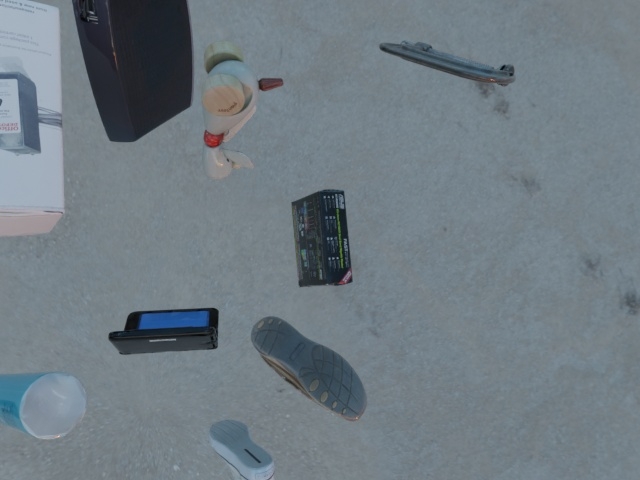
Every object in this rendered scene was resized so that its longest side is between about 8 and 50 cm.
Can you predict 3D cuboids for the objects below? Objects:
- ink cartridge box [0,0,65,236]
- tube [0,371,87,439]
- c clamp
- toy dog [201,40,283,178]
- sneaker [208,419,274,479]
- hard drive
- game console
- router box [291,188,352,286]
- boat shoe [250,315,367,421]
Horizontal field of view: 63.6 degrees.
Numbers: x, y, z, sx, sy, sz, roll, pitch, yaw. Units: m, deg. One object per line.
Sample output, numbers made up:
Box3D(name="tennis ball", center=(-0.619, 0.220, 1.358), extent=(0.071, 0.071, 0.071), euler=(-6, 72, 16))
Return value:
Box3D(name="ink cartridge box", center=(-0.330, -0.120, 0.548), extent=(0.092, 0.159, 0.217), euler=(1, 82, -32))
Box3D(name="tube", center=(-0.288, 0.149, 0.479), extent=(0.080, 0.207, 0.052), euler=(55, 45, -25))
Box3D(name="c clamp", center=(0.134, -0.186, 0.532), extent=(0.137, 0.022, 0.161), euler=(-9, 34, -42))
Box3D(name="toy dog", center=(-0.174, -0.268, 1.118), extent=(0.161, 0.333, 0.219), euler=(3, 76, -12))
Box3D(name="sneaker", center=(-0.183, 0.488, 1.155), extent=(0.094, 0.258, 0.091), euler=(-7, 101, -29))
Box3D(name="hard drive", center=(-0.250, -0.272, 0.732), extent=(0.054, 0.254, 0.172), euler=(27, 49, 17))
Box3D(name="game console", center=(-0.194, 0.104, 0.658), extent=(0.122, 0.107, 0.071), euler=(-2, 63, -9))
Box3D(name="router box", center=(0.000, 0.000, 0.681), extent=(0.038, 0.092, 0.122), euler=(-3, 87, -27))
Box3D(name="boat shoe", center=(-0.027, 0.307, 1.233), extent=(0.324, 0.116, 0.123), euler=(39, 62, 17))
